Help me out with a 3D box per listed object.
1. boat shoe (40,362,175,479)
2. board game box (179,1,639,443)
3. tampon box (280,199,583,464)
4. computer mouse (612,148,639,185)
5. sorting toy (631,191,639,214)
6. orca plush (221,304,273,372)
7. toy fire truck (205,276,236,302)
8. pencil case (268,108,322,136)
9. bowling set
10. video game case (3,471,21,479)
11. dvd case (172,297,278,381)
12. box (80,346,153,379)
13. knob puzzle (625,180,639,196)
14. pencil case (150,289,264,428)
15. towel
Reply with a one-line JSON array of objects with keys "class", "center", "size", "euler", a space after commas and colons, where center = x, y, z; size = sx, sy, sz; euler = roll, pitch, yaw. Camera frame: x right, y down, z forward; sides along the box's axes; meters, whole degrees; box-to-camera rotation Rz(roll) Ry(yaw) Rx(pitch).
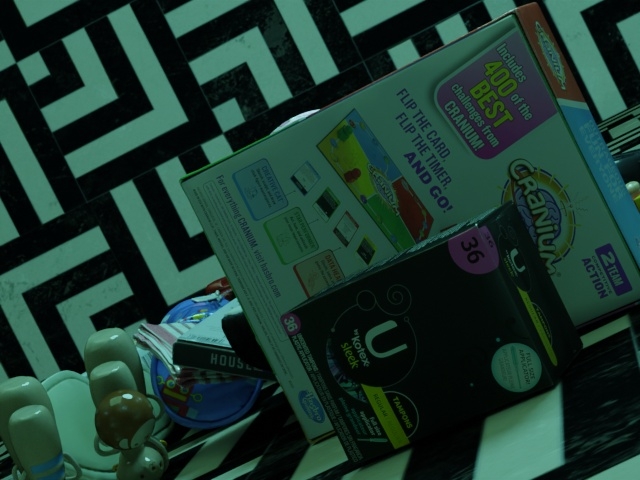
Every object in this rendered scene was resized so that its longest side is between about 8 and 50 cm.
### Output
[{"class": "boat shoe", "center": [-0.261, 0.202, 1.978], "size": [0.113, 0.127, 0.340], "euler": [-27, 1, 15]}, {"class": "board game box", "center": [0.077, -0.009, 1.481], "size": [0.316, 0.242, 0.064], "euler": [-25, 3, 24]}, {"class": "tampon box", "center": [0.079, 0.064, 1.317], "size": [0.161, 0.120, 0.101], "euler": [-26, 2, 23]}, {"class": "computer mouse", "center": [0.414, -0.100, 2.293], "size": [0.242, 0.041, 0.071], "euler": [-20, 6, -40]}, {"class": "sorting toy", "center": [0.256, -0.009, 1.743], "size": [0.208, 0.038, 0.193], "euler": [-22, -2, -45]}, {"class": "orca plush", "center": [0.066, 0.079, 1.628], "size": [0.287, 0.102, 0.151], "euler": [-9, -16, -16]}, {"class": "toy fire truck", "center": [-0.126, 0.119, 2.363], "size": [0.246, 0.159, 0.217], "euler": [-15, 7, 19]}, {"class": "pencil case", "center": [0.000, 0.000, 1.994], "size": [0.167, 0.160, 0.386], "euler": [-28, -14, -11]}, {"class": "bowling set", "center": [-0.221, 0.205, 1.716], "size": [0.287, 0.154, 0.200], "euler": [-27, 21, -33]}, {"class": "video game case", "center": [-0.389, 0.310, 2.202], "size": [0.206, 0.026, 0.227], "euler": [-28, 3, -16]}, {"class": "dvd case", "center": [-0.020, 0.093, 1.776], "size": [0.179, 0.030, 0.238], "euler": [8, 11, 12]}, {"class": "box", "center": [-0.218, 0.180, 2.235], "size": [0.087, 0.102, 0.101], "euler": [-24, 4, 23]}, {"class": "knob puzzle", "center": [0.315, -0.039, 2.044], "size": [0.213, 0.030, 0.213], "euler": [-27, 2, 1]}, {"class": "pencil case", "center": [-0.122, 0.126, 2.064], "size": [0.119, 0.133, 0.306], "euler": [6, 1, -4]}, {"class": "towel", "center": [-0.069, 0.109, 1.828], "size": [0.197, 0.029, 0.144], "euler": [1, 13, -23]}]
